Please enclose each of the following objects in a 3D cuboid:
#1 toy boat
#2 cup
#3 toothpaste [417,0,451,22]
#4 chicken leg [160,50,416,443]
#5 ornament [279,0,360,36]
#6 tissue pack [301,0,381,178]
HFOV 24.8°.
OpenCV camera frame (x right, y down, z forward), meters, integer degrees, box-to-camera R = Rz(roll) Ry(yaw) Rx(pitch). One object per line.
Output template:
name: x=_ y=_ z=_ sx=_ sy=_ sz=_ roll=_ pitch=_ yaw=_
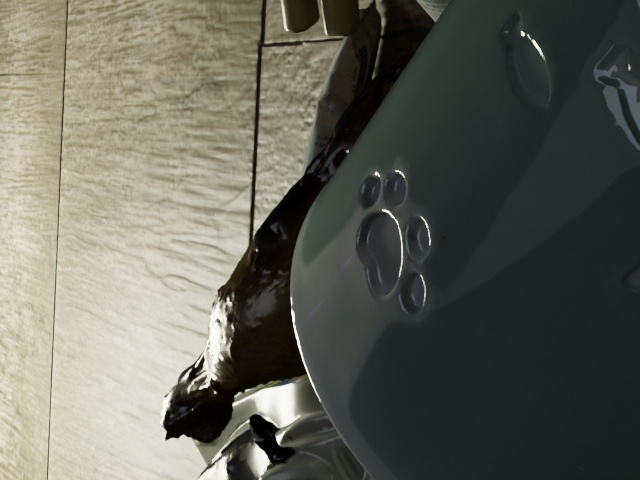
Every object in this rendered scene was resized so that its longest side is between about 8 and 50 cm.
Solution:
toy boat: x=-0.017 y=0.159 z=0.994 sx=0.269 sy=0.141 sz=0.140 roll=148 pitch=119 yaw=-67
cup: x=0.193 y=0.004 z=0.549 sx=0.356 sy=0.259 sz=0.274 roll=45 pitch=135 yaw=13
toothpaste: x=0.093 y=-0.124 z=0.683 sx=0.114 sy=0.299 sz=0.073 roll=-17 pitch=71 yaw=13
chicken leg: x=0.000 y=0.003 z=0.893 sx=0.322 sy=0.083 sz=0.177 roll=-55 pitch=8 yaw=-2
ornament: x=0.039 y=-0.279 z=0.895 sx=0.061 sy=0.230 sz=0.244 roll=12 pitch=124 yaw=33
tissue pack: x=0.011 y=-0.076 z=1.019 sx=0.122 sy=0.026 sz=0.193 roll=-62 pitch=-12 yaw=-69
